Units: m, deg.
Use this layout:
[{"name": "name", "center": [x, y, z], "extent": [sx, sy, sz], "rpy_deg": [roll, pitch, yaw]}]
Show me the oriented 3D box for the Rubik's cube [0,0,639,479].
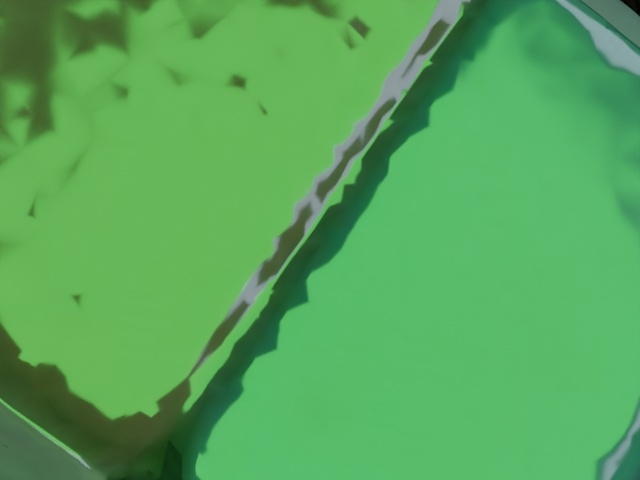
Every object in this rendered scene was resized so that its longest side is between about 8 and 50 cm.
[{"name": "Rubik's cube", "center": [-0.094, 0.022, 0.502], "extent": [0.358, 0.387, 0.368], "rpy_deg": [36, 10, -8]}]
